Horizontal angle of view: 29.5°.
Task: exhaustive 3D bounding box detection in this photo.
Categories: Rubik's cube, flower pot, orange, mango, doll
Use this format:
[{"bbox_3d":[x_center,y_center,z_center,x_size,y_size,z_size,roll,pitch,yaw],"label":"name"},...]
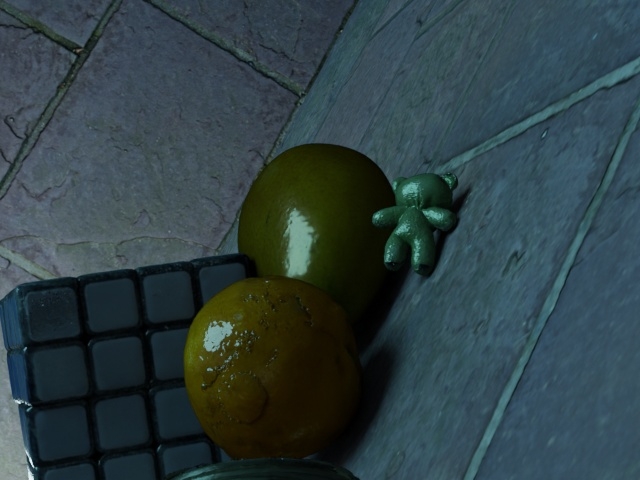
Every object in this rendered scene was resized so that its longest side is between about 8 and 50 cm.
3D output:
[{"bbox_3d":[-0.277,0.215,1.799,0.344,0.343,0.337,165,97,-71],"label":"Rubik's cube"},{"bbox_3d":[-0.063,0.320,1.236,0.235,0.235,0.141,-49,36,46],"label":"flower pot"},{"bbox_3d":[-0.058,0.160,1.515,0.240,0.240,0.240,-57,10,16],"label":"orange"},{"bbox_3d":[0.000,0.000,1.772,0.264,0.221,0.378,-51,23,20],"label":"mango"},{"bbox_3d":[0.127,-0.020,1.593,0.115,0.077,0.150,3,57,27],"label":"doll"}]
